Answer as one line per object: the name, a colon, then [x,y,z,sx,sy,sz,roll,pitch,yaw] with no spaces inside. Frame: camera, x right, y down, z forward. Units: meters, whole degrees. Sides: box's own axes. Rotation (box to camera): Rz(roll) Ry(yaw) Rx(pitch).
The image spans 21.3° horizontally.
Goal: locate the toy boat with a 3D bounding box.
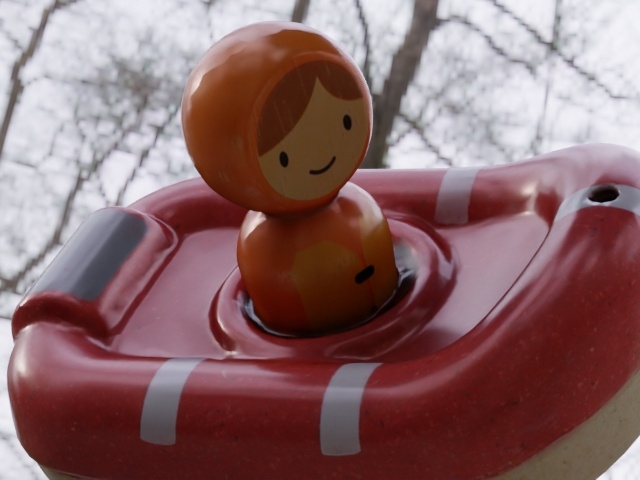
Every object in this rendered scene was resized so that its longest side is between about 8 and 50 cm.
toy boat: [0.000,0.000,0.546,0.231,0.151,0.151,-1,-55,25]
